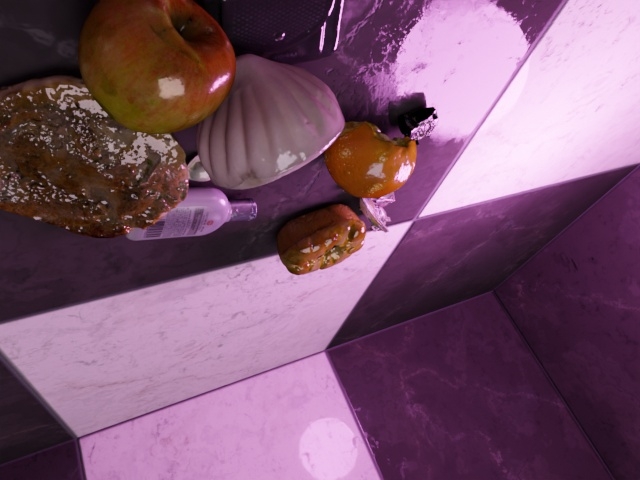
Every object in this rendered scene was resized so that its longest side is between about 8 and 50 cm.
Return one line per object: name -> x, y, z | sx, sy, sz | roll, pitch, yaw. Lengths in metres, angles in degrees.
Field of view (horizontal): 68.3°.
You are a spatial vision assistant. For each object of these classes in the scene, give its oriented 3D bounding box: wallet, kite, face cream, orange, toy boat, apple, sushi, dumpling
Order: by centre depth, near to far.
apple -> -0.225, -0.240, 0.648 | 0.196, 0.196, 0.196 | -21, 154, -11
wallet -> -0.064, -0.381, 0.696 | 0.247, 0.041, 0.323 | -20, 155, -17
dumpling -> -0.244, -0.151, 0.969 | 0.077, 0.043, 0.059 | -1, 131, -14
face cream -> -0.283, -0.064, 1.057 | 0.291, 0.071, 0.144 | -7, 145, -33
orange -> 0.121, -0.181, 1.095 | 0.179, 0.158, 0.237 | -17, 168, 37
sushi -> 0.242, -0.281, 1.156 | 0.083, 0.056, 0.084 | -33, 154, -3
toy boat -> 0.153, -0.088, 1.402 | 0.066, 0.084, 0.210 | -19, 152, 16
kite -> 0.179, -0.123, 1.448 | 0.157, 0.011, 0.139 | 1, 142, -43

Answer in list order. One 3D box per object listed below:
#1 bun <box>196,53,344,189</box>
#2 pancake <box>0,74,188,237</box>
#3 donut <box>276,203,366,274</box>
bun -> -0.106, -0.221, 0.787 | 0.263, 0.263, 0.175 | -26, 123, 0
pancake -> -0.398, -0.123, 0.801 | 0.356, 0.065, 0.356 | -8, 144, -6
donut -> 0.000, 0.000, 1.375 | 0.261, 0.128, 0.208 | -18, 155, -17
